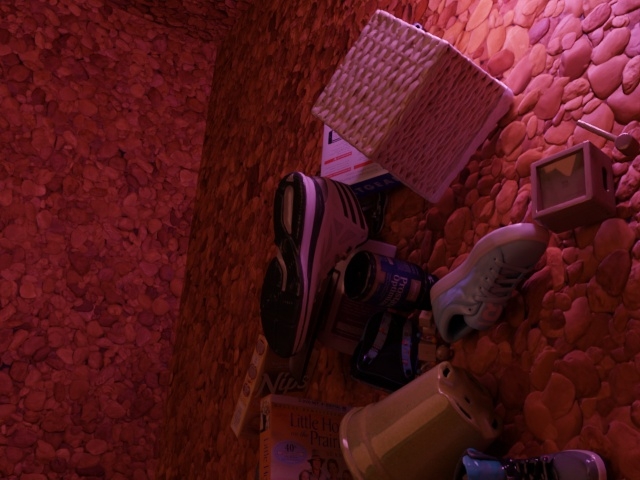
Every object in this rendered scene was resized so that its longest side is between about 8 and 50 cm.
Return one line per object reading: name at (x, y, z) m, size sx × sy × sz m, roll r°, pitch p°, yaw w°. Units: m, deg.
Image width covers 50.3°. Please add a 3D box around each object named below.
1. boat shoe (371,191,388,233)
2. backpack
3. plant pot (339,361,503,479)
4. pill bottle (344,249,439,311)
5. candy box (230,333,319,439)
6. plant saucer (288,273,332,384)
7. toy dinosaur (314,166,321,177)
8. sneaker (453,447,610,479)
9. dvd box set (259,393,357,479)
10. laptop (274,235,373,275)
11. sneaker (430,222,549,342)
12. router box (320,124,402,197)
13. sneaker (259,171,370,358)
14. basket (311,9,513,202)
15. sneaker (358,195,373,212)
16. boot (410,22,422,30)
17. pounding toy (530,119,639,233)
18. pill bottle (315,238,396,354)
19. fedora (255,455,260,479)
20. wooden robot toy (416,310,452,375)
boat shoe at (0.165, -0.082, 1.968) m, size 0.046 × 0.038 × 0.125 m, roll 3°, pitch 79°, yaw 63°
backpack at (0.161, 0.269, 1.673) m, size 0.117 × 0.158 × 0.173 m, roll 116°, pitch 171°, yaw -60°
plant pot at (0.224, 0.394, 1.405) m, size 0.254 × 0.276 × 0.276 m, roll -47°, pitch 36°, yaw 23°
pill bottle at (0.177, 0.104, 1.646) m, size 0.123 × 0.219 × 0.122 m, roll -38°, pitch 44°, yaw 50°
candy box at (-0.142, 0.461, 2.113) m, size 0.087 × 0.183 × 0.316 m, roll 31°, pitch 105°, yaw 62°
plant saucer at (-0.031, 0.234, 1.850) m, size 0.310 × 0.050 × 0.310 m, roll 16°, pitch -90°, yaw -87°
toy dinosaur at (0.037, -0.175, 2.196) m, size 0.322 × 0.164 × 0.218 m, roll 112°, pitch 174°, yaw -56°
sneaker at (0.341, 0.426, 1.209) m, size 0.295 × 0.178 × 0.123 m, roll -41°, pitch 42°, yaw 47°
dvd box set at (-0.003, 0.599, 1.642) m, size 0.062 × 0.308 × 0.420 m, roll -39°, pitch 43°, yaw 46°
laptop at (0.000, 0.000, 1.996) m, size 0.264 × 0.136 × 0.234 m, roll -42°, pitch 75°, yaw 11°
sneaker at (0.357, 0.105, 1.414) m, size 0.366 × 0.135 × 0.150 m, roll 123°, pitch 149°, yaw -53°
router box at (0.151, -0.289, 1.949) m, size 0.335 × 0.082 × 0.301 m, roll -14°, pitch 63°, yaw 41°
sneaker at (0.010, 0.066, 1.667) m, size 0.169 × 0.257 × 0.447 m, roll 16°, pitch 101°, yaw 52°
basket at (0.212, -0.331, 1.649) m, size 0.331 × 0.266 × 0.328 m, roll -54°, pitch 42°, yaw 10°
sneaker at (0.074, -0.047, 2.083) m, size 0.226 × 0.163 × 0.086 m, roll -12°, pitch 33°, yaw 17°
boot at (0.244, -0.554, 2.025) m, size 0.086 × 0.069 × 0.190 m, roll 5°, pitch 80°, yaw 66°
pounding toy at (0.511, -0.132, 1.283) m, size 0.206 × 0.094 × 0.181 m, roll -23°, pitch 51°, yaw 46°
pill bottle at (0.105, 0.144, 1.824) m, size 0.169 × 0.169 × 0.301 m, roll 22°, pitch 96°, yaw 63°
fedora at (-0.060, 0.684, 1.904) m, size 0.275 × 0.124 × 0.243 m, roll 25°, pitch 101°, yaw 54°
wooden robot toy at (0.271, 0.245, 1.582) m, size 0.079 × 0.076 × 0.173 m, roll 6°, pitch 108°, yaw 26°
